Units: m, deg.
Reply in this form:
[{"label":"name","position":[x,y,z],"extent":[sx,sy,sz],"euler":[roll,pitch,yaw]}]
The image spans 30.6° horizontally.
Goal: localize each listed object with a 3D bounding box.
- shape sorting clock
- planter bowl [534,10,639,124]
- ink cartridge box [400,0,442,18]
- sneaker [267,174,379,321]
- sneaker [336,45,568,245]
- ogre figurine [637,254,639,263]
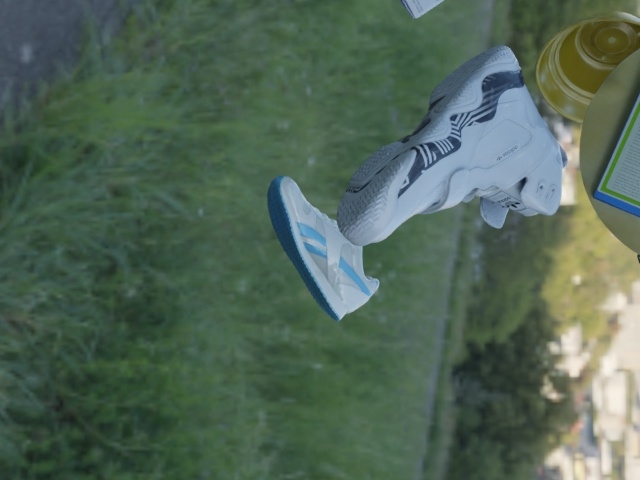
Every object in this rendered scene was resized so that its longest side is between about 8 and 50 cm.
[{"label":"shape sorting clock","position":[0.316,-0.071,0.955],"extent":[0.040,0.206,0.206],"euler":[-45,131,-60]},{"label":"planter bowl","position":[0.435,-0.276,1.756],"extent":[0.217,0.217,0.090],"euler":[68,28,-45]},{"label":"ink cartridge box","position":[0.180,-0.510,1.724],"extent":[0.151,0.395,0.270],"euler":[59,7,29]},{"label":"sneaker","position":[0.000,0.000,1.697],"extent":[0.228,0.092,0.087],"euler":[61,-15,-16]},{"label":"sneaker","position":[0.189,-0.075,1.518],"extent":[0.210,0.137,0.366],"euler":[50,60,-14]},{"label":"ogre figurine","position":[0.450,-0.005,1.371],"extent":[0.097,0.197,0.118],"euler":[92,-10,-56]}]
